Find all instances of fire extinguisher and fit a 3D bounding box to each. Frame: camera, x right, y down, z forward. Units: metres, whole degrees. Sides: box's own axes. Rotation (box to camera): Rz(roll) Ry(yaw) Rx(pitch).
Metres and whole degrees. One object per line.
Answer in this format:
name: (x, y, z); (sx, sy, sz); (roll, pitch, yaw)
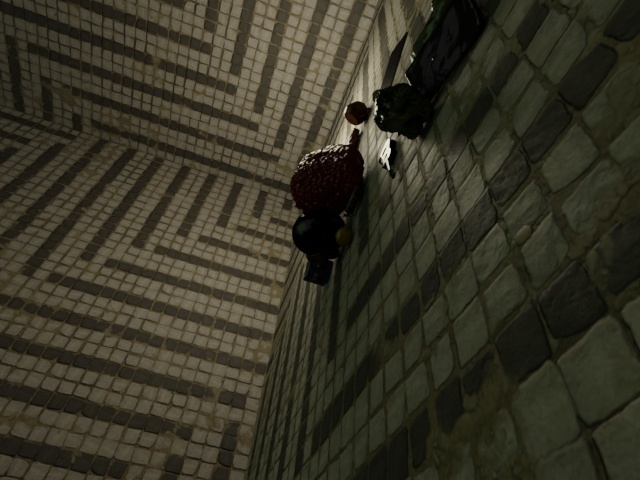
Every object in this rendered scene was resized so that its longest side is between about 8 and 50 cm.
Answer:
fire extinguisher: (0.122, -0.142, 1.637); (0.132, 0.056, 0.039); (-68, -17, 11)

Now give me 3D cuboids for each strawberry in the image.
strawberry: (0.039, -0.261, 1.770); (0.351, 0.267, 0.312); (-25, 55, 51)

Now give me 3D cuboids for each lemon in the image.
lemon: (0.085, -0.017, 1.580); (0.062, 0.062, 0.083); (174, 111, -81)

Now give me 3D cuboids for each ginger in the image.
ginger: (0.326, -0.605, 1.180); (0.137, 0.089, 0.289); (-125, 46, -56)

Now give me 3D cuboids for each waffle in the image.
waffle: (0.134, -0.437, 2.162); (0.221, 0.056, 0.234); (136, 156, -76)

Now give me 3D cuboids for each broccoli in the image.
broccoli: (0.217, -0.339, 1.147); (0.145, 0.162, 0.138); (80, -151, -44)

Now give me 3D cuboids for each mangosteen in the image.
mangosteen: (0.000, 0.000, 1.694); (0.211, 0.211, 0.249); (-100, 0, -72)

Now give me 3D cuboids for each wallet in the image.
wallet: (0.302, -0.470, 1.085); (0.285, 0.030, 0.146); (124, 140, -59)

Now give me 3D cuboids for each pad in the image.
pad: (0.292, -0.701, 1.846); (0.202, 0.005, 0.299); (173, 114, -81)

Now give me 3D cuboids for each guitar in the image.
guitar: (0.214, -0.242, 1.338); (0.233, 0.025, 0.088); (-88, 18, -58)

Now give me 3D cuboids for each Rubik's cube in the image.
Rubik's cube: (-0.011, 0.125, 1.795); (0.092, 0.092, 0.092); (128, 157, -67)

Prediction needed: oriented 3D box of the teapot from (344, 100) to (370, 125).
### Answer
teapot: (0.182, -0.622, 2.098); (0.173, 0.116, 0.116); (25, 98, 55)

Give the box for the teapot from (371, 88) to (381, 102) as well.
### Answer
teapot: (0.239, -0.591, 1.781); (0.067, 0.057, 0.083); (-32, 15, 10)

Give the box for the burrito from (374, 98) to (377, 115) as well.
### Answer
burrito: (0.229, -0.446, 1.460); (0.229, 0.089, 0.143); (-106, 37, -72)
